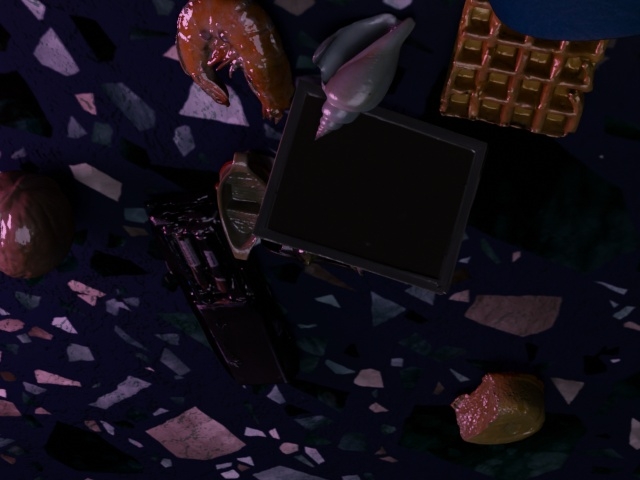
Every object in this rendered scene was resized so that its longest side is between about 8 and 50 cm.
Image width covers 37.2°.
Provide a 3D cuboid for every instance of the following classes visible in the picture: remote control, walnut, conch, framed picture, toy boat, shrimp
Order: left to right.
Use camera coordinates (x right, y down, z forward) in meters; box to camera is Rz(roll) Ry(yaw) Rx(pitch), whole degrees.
[{"bbox_3d":[-0.408,-0.021,1.311,0.140,0.140,0.162,11,147,1],"label":"walnut"},{"bbox_3d":[-0.137,0.090,1.422,0.145,0.062,0.398,-6,134,17],"label":"remote control"},{"bbox_3d":[-0.097,-0.212,1.115,0.132,0.051,0.187,-3,129,31],"label":"shrimp"},{"bbox_3d":[-0.098,-0.058,1.251,0.089,0.071,0.185,8,136,4],"label":"toy boat"},{"bbox_3d":[0.038,-0.189,1.084,0.088,0.065,0.180,41,111,15],"label":"conch"},{"bbox_3d":[0.063,-0.062,1.141,0.252,0.197,0.014,17,174,-12],"label":"framed picture"}]

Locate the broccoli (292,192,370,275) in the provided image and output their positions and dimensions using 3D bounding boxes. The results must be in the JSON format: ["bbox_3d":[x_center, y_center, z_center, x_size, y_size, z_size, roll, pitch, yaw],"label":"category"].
[{"bbox_3d":[0.007,-0.032,1.193,0.154,0.160,0.167,15,133,33],"label":"broccoli"}]

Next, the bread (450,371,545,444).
[{"bbox_3d":[0.292,0.265,1.501,0.125,0.086,0.156,14,141,-18],"label":"bread"}]

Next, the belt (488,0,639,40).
[{"bbox_3d":[0.308,-0.313,0.728,0.436,0.300,0.173,-19,129,29],"label":"belt"}]

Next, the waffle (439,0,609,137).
[{"bbox_3d":[0.229,-0.215,1.029,0.160,0.055,0.211,12,136,1],"label":"waffle"}]

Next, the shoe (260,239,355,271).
[{"bbox_3d":[0.000,0.000,1.301,0.159,0.062,0.053,16,134,-12],"label":"shoe"}]
